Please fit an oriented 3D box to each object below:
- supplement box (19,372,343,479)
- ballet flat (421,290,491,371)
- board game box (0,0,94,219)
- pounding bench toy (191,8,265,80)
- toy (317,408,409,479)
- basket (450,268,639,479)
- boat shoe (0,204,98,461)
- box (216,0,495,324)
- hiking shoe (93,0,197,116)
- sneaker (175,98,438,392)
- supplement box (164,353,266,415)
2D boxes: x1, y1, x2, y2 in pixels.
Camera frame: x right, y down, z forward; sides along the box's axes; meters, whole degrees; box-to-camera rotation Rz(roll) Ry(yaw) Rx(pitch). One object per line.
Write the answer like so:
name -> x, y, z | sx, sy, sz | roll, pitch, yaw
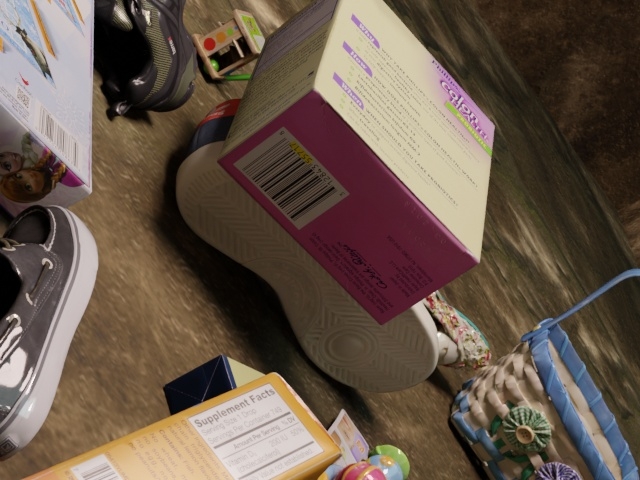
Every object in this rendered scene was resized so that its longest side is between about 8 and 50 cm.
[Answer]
supplement box -> -0.092, 0.156, 0.953 | 0.233, 0.078, 0.080 | -15, 60, -51
ballet flat -> 0.106, 0.088, 1.813 | 0.241, 0.091, 0.077 | 48, 52, -27
board game box -> -0.285, -0.216, 1.148 | 0.318, 0.066, 0.318 | 48, 21, -36
pounding bench toy -> -0.090, -0.190, 1.676 | 0.083, 0.065, 0.052 | 63, 16, 4
toy -> 0.043, 0.236, 1.402 | 0.137, 0.056, 0.237 | 59, 17, -4
basket -> 0.322, 0.203, 1.856 | 0.254, 0.289, 0.201 | 57, 12, -4
boat shoe -> -0.200, 0.038, 0.991 | 0.076, 0.080, 0.228 | 53, 26, -30
box -> 0.040, -0.088, 1.423 | 0.213, 0.117, 0.243 | 45, 30, -19
hiking shoe -> -0.167, -0.224, 1.404 | 0.114, 0.086, 0.226 | -24, 105, -67
sneaker -> 0.000, 0.000, 1.520 | 0.350, 0.131, 0.148 | 50, 25, -32
supplement box -> -0.067, 0.144, 1.227 | 0.083, 0.056, 0.083 | 34, 32, -57
